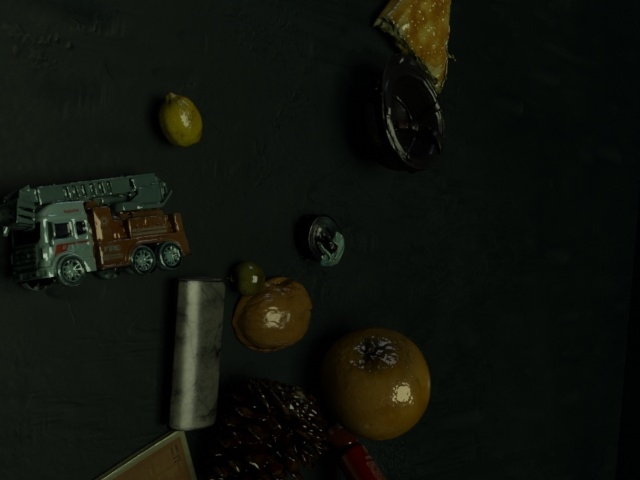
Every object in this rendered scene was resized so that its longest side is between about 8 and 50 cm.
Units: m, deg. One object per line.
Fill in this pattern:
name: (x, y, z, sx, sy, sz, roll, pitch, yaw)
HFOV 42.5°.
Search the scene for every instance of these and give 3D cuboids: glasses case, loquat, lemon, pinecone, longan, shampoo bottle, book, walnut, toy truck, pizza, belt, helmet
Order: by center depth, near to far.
toy truck: (-0.398, -0.018, 1.420, 0.338, 0.133, 0.184, -9, 90, -48)
lemon: (-0.269, -0.230, 1.564, 0.082, 0.082, 0.110, -44, 120, -34)
book: (-0.346, 0.492, 1.601, 0.242, 0.018, 0.170, -27, 114, -41)
glasses case: (-0.252, 0.223, 1.640, 0.114, 0.060, 0.299, 1, 93, -46)
pinecone: (-0.122, 0.422, 1.697, 0.292, 0.246, 0.246, -50, 129, -6)
longan: (-0.157, 0.081, 1.728, 0.083, 0.075, 0.075, -4, 99, -5)
walnut: (-0.085, 0.169, 1.792, 0.211, 0.087, 0.167, -12, 107, -45)
belt: (0.000, 0.000, 1.884, 0.105, 0.058, 0.140, -57, 131, -22)
loquat: (0.129, 0.328, 1.901, 0.263, 0.263, 0.263, -6, 98, -46)
shampoo bottle: (0.114, 0.568, 1.908, 0.076, 0.314, 0.118, -39, 157, 10)
helmet: (0.174, -0.290, 1.966, 0.231, 0.160, 0.278, -17, 91, -45)
pizza: (0.251, -0.504, 2.092, 0.280, 0.075, 0.287, -31, 118, -36)
